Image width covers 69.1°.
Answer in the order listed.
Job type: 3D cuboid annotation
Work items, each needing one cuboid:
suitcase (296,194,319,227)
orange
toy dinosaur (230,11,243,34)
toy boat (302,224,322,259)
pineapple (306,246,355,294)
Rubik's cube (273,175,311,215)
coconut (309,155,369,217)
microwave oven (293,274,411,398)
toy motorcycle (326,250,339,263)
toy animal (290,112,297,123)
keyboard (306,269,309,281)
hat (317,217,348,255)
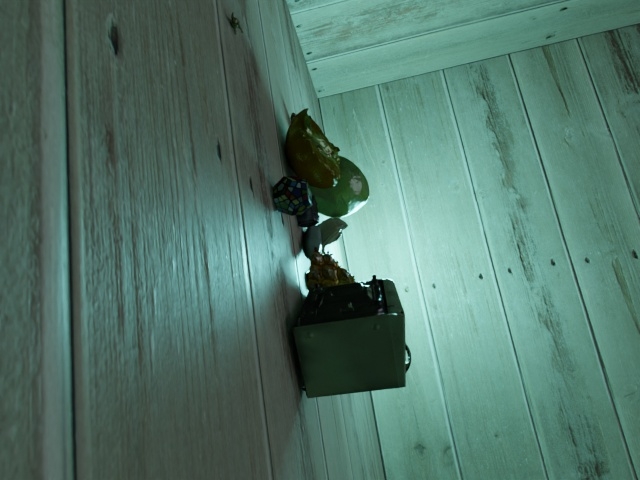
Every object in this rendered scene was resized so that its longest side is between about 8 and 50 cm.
[{"bbox_3d":[-0.055,-0.116,1.811,0.059,0.086,0.126,23,55,-63],"label":"suitcase"},{"bbox_3d":[-0.037,-0.360,1.858,0.262,0.196,0.334,54,27,-64],"label":"orange"},{"bbox_3d":[-0.241,-0.615,1.323,0.113,0.026,0.041,-112,-177,-78],"label":"toy dinosaur"},{"bbox_3d":[-0.032,0.014,1.842,0.260,0.078,0.085,-90,-170,-66],"label":"toy boat"},{"bbox_3d":[0.044,0.200,1.730,0.161,0.158,0.334,-63,157,-43],"label":"pineapple"},{"bbox_3d":[-0.088,-0.142,1.471,0.112,0.133,0.133,173,-94,-70],"label":"Rubik's cube"},{"bbox_3d":[0.067,-0.241,2.115,0.328,0.328,0.281,39,44,-79],"label":"coconut"},{"bbox_3d":[0.102,0.270,1.446,0.394,0.333,0.247,-67,149,-80],"label":"microwave oven"},{"bbox_3d":[0.041,0.138,2.215,0.225,0.073,0.152,-45,116,-71],"label":"toy motorcycle"},{"bbox_3d":[-0.093,-0.477,2.182,0.099,0.057,0.241,-92,168,-54],"label":"toy animal"},{"bbox_3d":[-0.028,0.147,1.872,0.231,0.023,0.072,-17,93,-83],"label":"keyboard"},{"bbox_3d":[0.000,0.000,2.036,0.164,0.219,0.226,45,35,18],"label":"hat"}]
